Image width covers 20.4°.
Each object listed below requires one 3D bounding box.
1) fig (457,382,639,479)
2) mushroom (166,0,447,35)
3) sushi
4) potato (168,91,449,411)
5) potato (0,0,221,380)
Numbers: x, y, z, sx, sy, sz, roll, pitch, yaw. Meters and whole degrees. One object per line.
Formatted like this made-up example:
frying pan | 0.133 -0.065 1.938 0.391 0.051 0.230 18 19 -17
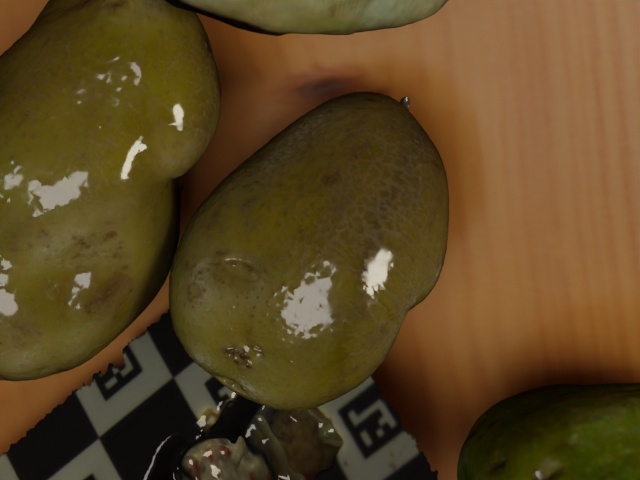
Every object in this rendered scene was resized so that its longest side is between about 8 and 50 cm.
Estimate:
fig | 0.243 0.178 1.294 0.275 0.206 0.206 -17 105 0
mushroom | -0.014 -0.251 1.173 0.267 0.189 0.164 25 143 4
sushi | -0.077 0.214 1.437 0.373 0.100 0.296 -42 66 17
potato | 0.000 0.000 1.293 0.174 0.159 0.251 35 83 0
potato | -0.191 -0.047 1.319 0.202 0.218 0.351 15 118 -26
